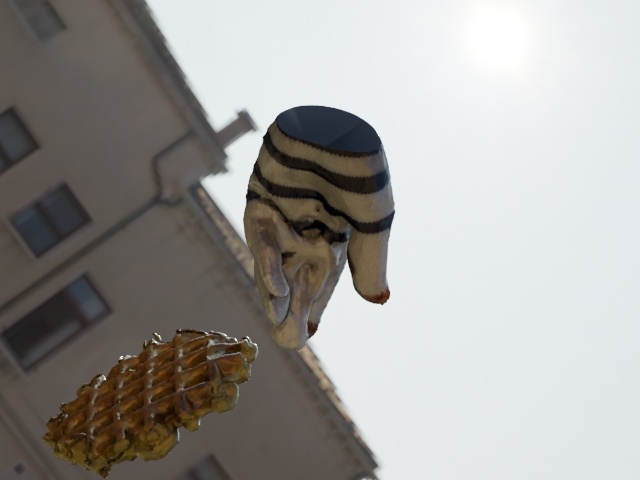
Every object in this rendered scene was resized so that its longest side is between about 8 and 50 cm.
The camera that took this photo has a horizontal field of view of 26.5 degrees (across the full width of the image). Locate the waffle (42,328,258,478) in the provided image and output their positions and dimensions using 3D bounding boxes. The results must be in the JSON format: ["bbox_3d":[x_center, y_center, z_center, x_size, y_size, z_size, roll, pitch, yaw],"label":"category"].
[{"bbox_3d":[-0.249,0.227,1.967,0.325,0.302,0.068,-5,-61,46],"label":"waffle"}]

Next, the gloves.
[{"bbox_3d":[-0.009,-0.009,1.286,0.131,0.140,0.218,56,-38,44],"label":"gloves"}]
